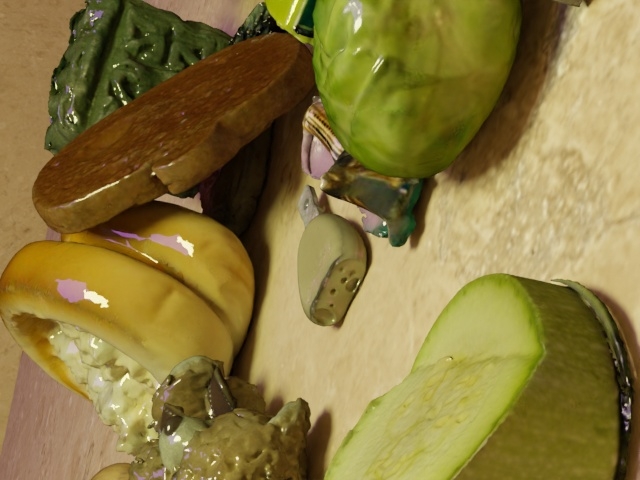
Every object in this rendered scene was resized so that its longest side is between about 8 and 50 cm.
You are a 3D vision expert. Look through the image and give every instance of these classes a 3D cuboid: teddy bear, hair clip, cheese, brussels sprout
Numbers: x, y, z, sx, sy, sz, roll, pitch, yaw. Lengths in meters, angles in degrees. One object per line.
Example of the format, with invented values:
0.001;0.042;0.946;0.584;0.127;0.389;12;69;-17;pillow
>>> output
-0.108;0.232;1.120;0.267;0.156;0.256;-59;11;-25;teddy bear
0.028;-0.095;1.146;0.358;0.096;0.110;-108;3;-70;hair clip
0.000;0.000;1.168;0.097;0.037;0.192;-63;24;25;cheese
0.074;-0.154;0.931;0.223;0.161;0.223;7;-90;-83;brussels sprout

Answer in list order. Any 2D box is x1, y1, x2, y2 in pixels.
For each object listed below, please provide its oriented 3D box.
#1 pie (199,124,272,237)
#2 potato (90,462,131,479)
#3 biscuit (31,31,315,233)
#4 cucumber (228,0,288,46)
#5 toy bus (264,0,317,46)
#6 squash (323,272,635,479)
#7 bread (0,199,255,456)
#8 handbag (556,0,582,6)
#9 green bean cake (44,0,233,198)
-0.114;-0.085;1.523;0.195;0.046;0.195;-49;32;46;pie
-0.265;0.387;1.480;0.161;0.128;0.235;-53;20;11;potato
-0.163;-0.120;1.369;0.367;0.063;0.314;-31;26;-5;biscuit
-0.088;-0.231;1.544;0.078;0.062;0.211;-30;-13;-48;cucumber
0.050;-0.293;1.089;0.262;0.150;0.128;-64;24;21;toy bus
0.088;0.114;0.743;0.220;0.133;0.220;-57;20;35;squash
-0.217;0.106;1.459;0.245;0.329;0.424;-38;4;-26;bread
0.183;-0.261;0.816;0.173;0.095;0.117;113;155;-42;handbag
-0.245;-0.207;1.662;0.132;0.255;0.241;-31;43;59;green bean cake
